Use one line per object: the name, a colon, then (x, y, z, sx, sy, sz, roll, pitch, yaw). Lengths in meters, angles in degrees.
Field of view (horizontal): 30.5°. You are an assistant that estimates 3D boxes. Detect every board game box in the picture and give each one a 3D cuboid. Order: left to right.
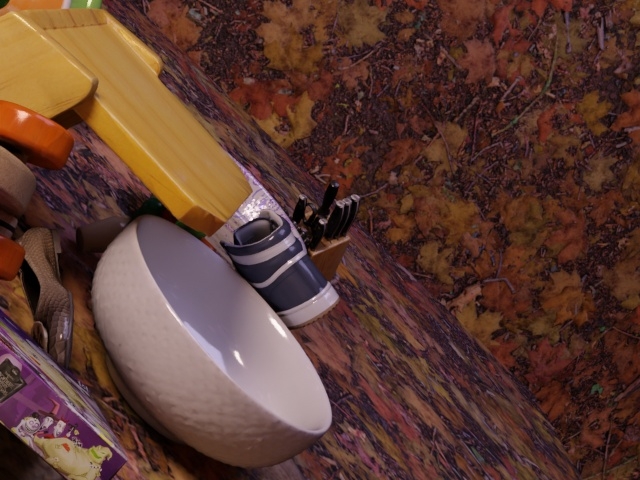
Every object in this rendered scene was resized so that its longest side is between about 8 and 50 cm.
board game box: (-0.267, 0.099, 0.986, 0.208, 0.056, 0.347, 41, -9, -13)

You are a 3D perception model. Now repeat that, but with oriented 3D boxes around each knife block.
knife block: (0.000, 0.000, 2.199, 0.088, 0.242, 0.276, 53, 11, 22)

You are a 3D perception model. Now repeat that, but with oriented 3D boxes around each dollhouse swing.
dollhouse swing: (-0.298, -0.099, 1.379, 0.305, 0.315, 0.347, 62, 9, -9)

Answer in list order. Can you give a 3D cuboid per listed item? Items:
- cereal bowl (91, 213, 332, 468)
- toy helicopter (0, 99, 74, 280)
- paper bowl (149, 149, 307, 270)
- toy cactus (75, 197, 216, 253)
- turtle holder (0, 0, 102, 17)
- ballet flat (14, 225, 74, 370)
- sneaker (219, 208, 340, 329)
cereal bowl: (-0.147, 0.137, 1.386, 0.339, 0.141, 0.339, 45, 11, -12)
toy helicopter: (-0.405, -0.097, 0.998, 0.355, 0.140, 0.235, 16, -12, 24)
paper bowl: (-0.167, -0.026, 1.888, 0.284, 0.148, 0.284, 46, 10, -11)
toy cactus: (-0.235, -0.003, 1.578, 0.180, 0.219, 0.112, -9, 76, -28)
turtle holder: (-0.469, -0.396, 1.795, 0.227, 0.243, 0.320, 14, 40, -41)
ballet flat: (-0.304, 0.060, 1.269, 0.058, 0.084, 0.250, 5, 31, -22)
sneaker: (-0.098, 0.050, 1.620, 0.282, 0.099, 0.153, -16, -70, 54)
